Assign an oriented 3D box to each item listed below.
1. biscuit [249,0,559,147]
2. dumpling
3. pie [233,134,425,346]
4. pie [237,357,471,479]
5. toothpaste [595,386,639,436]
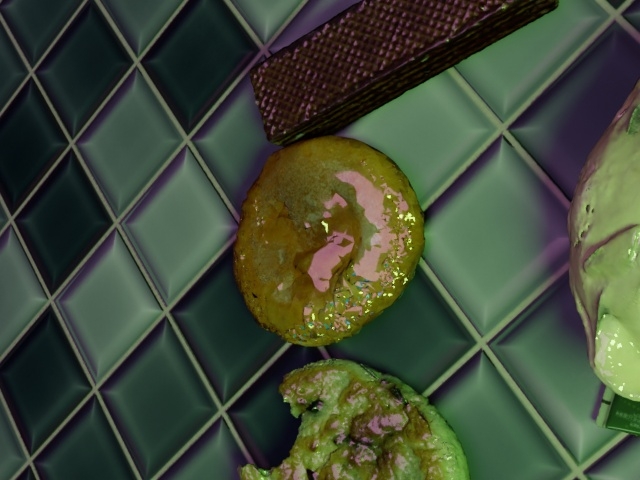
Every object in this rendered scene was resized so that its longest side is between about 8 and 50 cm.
[{"bbox_3d":[0.088,-0.231,1.180,0.388,0.073,0.107,-27,69,30],"label":"biscuit"},{"bbox_3d":[0.353,-0.012,0.928,0.242,0.187,0.318,8,96,-3],"label":"dumpling"},{"bbox_3d":[-0.001,0.000,1.207,0.273,0.069,0.273,-3,86,37],"label":"pie"},{"bbox_3d":[0.034,0.281,1.134,0.302,0.067,0.303,-8,75,34],"label":"pie"},{"bbox_3d":[0.353,0.181,0.945,0.204,0.031,0.049,16,90,38],"label":"toothpaste"}]
